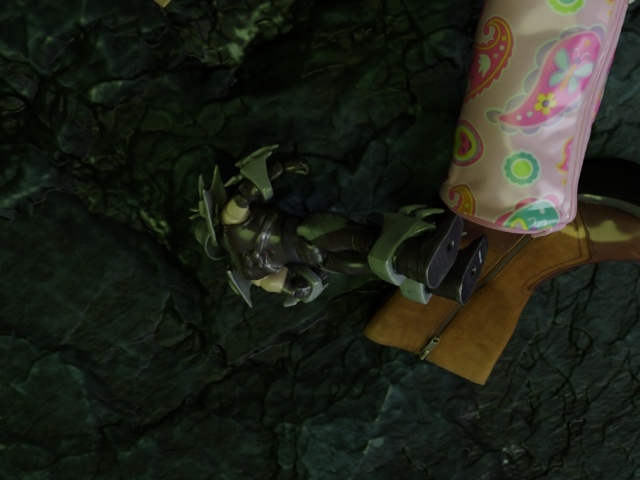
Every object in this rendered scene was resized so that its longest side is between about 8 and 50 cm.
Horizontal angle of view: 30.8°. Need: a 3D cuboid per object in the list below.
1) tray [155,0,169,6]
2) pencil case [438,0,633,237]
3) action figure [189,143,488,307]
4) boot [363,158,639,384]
[{"bbox_3d":[-0.211,-0.380,0.845,0.411,0.076,0.203,36,118,-23],"label":"tray"},{"bbox_3d":[0.182,-0.147,0.934,0.124,0.124,0.284,11,108,-7],"label":"pencil case"},{"bbox_3d":[0.000,0.000,1.068,0.284,0.099,0.185,9,151,26],"label":"action figure"},{"bbox_3d":[0.213,0.047,1.126,0.264,0.096,0.280,19,123,-13],"label":"boot"}]
